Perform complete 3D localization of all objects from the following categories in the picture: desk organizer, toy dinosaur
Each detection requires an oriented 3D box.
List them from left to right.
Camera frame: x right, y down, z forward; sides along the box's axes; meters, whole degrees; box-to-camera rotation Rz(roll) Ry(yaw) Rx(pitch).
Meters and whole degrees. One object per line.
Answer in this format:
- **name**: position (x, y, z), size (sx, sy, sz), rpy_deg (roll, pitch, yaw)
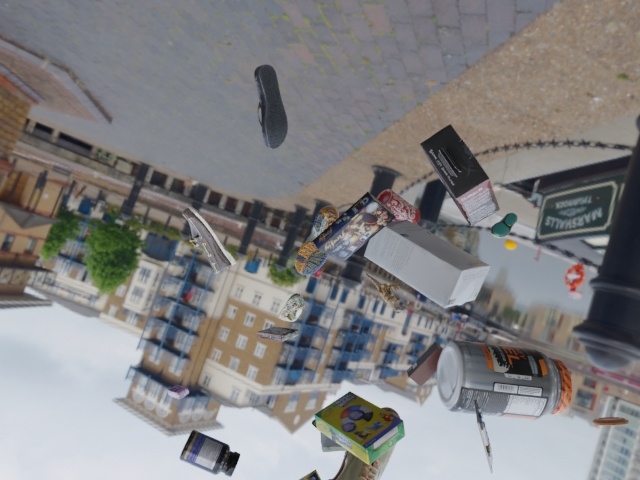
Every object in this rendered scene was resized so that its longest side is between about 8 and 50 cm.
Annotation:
- **toy dinosaur**: position (0.241, 0.192, 1.869), size (0.211, 0.064, 0.112), rpy_deg (53, 145, 15)
- **desk organizer**: position (0.324, 0.373, 1.472), size (0.050, 0.130, 0.047), rpy_deg (41, -170, -4)

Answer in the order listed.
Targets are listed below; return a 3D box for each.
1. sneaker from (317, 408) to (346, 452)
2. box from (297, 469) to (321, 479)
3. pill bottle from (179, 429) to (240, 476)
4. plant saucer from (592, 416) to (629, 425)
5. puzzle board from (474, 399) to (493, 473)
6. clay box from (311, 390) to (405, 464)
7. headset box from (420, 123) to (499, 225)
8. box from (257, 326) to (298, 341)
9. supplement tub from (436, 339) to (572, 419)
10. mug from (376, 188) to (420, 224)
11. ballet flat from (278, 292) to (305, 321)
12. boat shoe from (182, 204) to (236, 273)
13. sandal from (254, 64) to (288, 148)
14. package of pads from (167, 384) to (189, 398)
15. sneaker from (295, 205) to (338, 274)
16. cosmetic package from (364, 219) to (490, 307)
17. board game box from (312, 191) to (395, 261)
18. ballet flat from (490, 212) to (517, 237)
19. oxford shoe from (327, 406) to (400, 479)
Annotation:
- **sneaker**: position (0.072, 0.507, 1.342), size (0.222, 0.118, 0.083), rpy_deg (-28, 160, 37)
- **box**: position (-0.070, 0.589, 1.102), size (0.059, 0.169, 0.054), rpy_deg (58, -163, 16)
- **pill bottle**: position (-0.439, 0.856, 1.950), size (0.220, 0.122, 0.123), rpy_deg (25, 175, -3)
- **plant saucer**: position (0.750, 0.468, 1.266), size (0.084, 0.013, 0.083), rpy_deg (-5, 165, -1)
- **puzzle board**: position (0.372, 0.442, 1.108), size (0.011, 0.128, 0.096), rpy_deg (-15, -172, 16)
- **clay box**: position (0.085, 0.454, 1.218), size (0.128, 0.053, 0.222), rpy_deg (-22, -158, -35)
- **headset box**: position (0.421, -0.195, 1.473), size (0.293, 0.110, 0.218), rpy_deg (32, -151, -61)
- **box**: position (-0.166, 0.362, 1.900), size (0.137, 0.027, 0.094), rpy_deg (-2, -175, 41)
- **supplement tub**: position (0.498, 0.384, 1.339), size (0.317, 0.193, 0.193), rpy_deg (8, 176, -6)
- **mug**: position (0.312, -0.115, 2.008), size (0.169, 0.150, 0.113), rpy_deg (35, 145, -30)
- **ballet flat**: position (-0.126, 0.309, 2.122), size (0.077, 0.091, 0.241), rpy_deg (56, 151, 17)
- **boat shoe**: position (-0.441, 0.003, 1.872), size (0.116, 0.097, 0.324), rpy_deg (43, 166, 46)
- **sandal**: position (-0.160, -0.416, 1.533), size (0.055, 0.254, 0.097), rpy_deg (6, -164, 43)
- **package of pads**: position (-0.580, 0.617, 1.992), size (0.083, 0.031, 0.050), rpy_deg (-3, -167, 43)
- **sneaker**: position (0.000, 0.000, 1.918), size (0.112, 0.296, 0.131), rpy_deg (29, -164, 2)
- **cosmetic package**: position (0.376, 0.072, 1.753), size (0.385, 0.156, 0.217), rpy_deg (32, -156, 36)
- **board game box**: position (0.114, -0.039, 1.614), size (0.165, 0.243, 0.042), rpy_deg (27, -154, -51)
- **ballet flat**: position (0.631, -0.041, 1.691), size (0.057, 0.168, 0.052), rpy_deg (47, 142, 16)
- **oxford shoe**: position (0.130, 0.667, 1.404), size (0.141, 0.396, 0.146), rpy_deg (38, 161, -7)
